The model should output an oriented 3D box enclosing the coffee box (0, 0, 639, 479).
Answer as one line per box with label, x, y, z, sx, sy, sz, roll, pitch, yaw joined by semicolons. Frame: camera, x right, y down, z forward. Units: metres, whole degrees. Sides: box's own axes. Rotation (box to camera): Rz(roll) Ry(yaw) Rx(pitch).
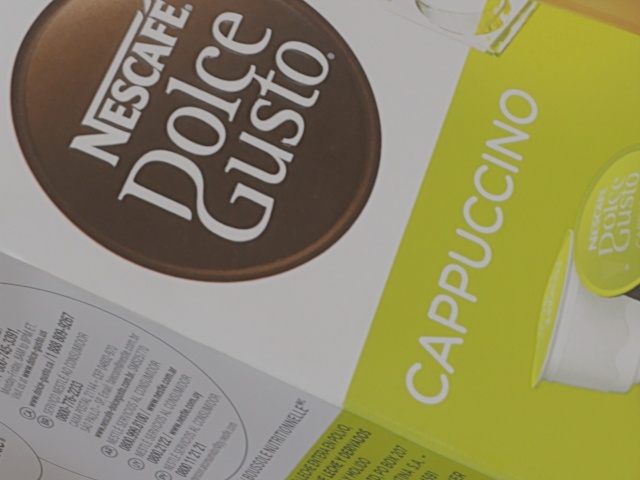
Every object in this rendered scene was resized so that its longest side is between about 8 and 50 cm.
coffee box;0.000;0.000;0.777;0.338;0.334;0.337;123;-10;-56
